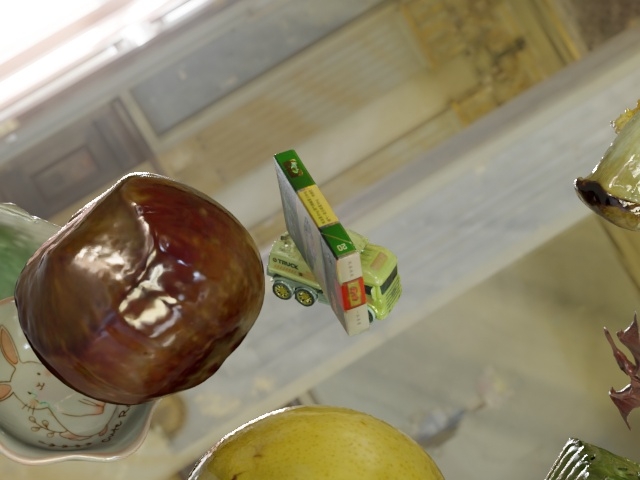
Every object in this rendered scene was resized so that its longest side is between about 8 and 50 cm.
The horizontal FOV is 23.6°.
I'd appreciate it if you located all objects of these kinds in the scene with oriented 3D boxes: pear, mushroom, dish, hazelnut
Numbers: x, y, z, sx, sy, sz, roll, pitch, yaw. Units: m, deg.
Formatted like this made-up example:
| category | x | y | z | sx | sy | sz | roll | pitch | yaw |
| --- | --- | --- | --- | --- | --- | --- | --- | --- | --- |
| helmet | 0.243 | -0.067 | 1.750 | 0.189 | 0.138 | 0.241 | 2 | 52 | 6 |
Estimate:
| category | x | y | z | sx | sy | sz | roll | pitch | yaw |
| --- | --- | --- | --- | --- | --- | --- | --- | --- | --- |
| pear | -0.010 | 0.363 | 1.833 | 0.348 | 0.348 | 0.348 | 57 | -7 | 11 |
| mushroom | 0.422 | -0.139 | 1.783 | 0.107 | 0.333 | 0.087 | 29 | -26 | 36 |
| dish | -0.275 | 0.162 | 1.618 | 0.229 | 0.229 | 0.081 | 55 | -34 | 27 |
| hazelnut | -0.168 | 0.059 | 1.433 | 0.218 | 0.234 | 0.218 | 33 | 40 | -33 |

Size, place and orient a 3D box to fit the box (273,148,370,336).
| category | x | y | z | sx | sy | sz | roll | pitch | yaw |
| --- | --- | --- | --- | --- | --- | --- | --- | --- | --- |
| box | 0.000 | 0.000 | 1.942 | 0.235 | 0.034 | 0.132 | -121 | -163 | -47 |

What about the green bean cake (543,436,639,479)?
| category | x | y | z | sx | sy | sz | roll | pitch | yaw |
| --- | --- | --- | --- | --- | --- | --- | --- | --- | --- |
| green bean cake | 0.324 | 0.296 | 1.566 | 0.200 | 0.113 | 0.214 | 27 | 7 | 4 |

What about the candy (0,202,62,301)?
| category | x | y | z | sx | sy | sz | roll | pitch | yaw |
| --- | --- | --- | --- | --- | --- | --- | --- | --- | --- |
| candy | -0.458 | 0.102 | 2.013 | 0.386 | 0.427 | 0.186 | -102 | -158 | -48 |

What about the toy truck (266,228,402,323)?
| category | x | y | z | sx | sy | sz | roll | pitch | yaw |
| --- | --- | --- | --- | --- | --- | --- | --- | --- | --- |
| toy truck | 0.017 | 0.033 | 2.145 | 0.191 | 0.085 | 0.116 | 16 | -48 | 22 |

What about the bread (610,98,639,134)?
| category | x | y | z | sx | sy | sz | roll | pitch | yaw |
| --- | --- | --- | --- | --- | --- | --- | --- | --- | --- |
| bread | 0.533 | -0.174 | 2.258 | 0.140 | 0.160 | 0.169 | 28 | 22 | -23 |

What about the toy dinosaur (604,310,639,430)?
| category | x | y | z | sx | sy | sz | roll | pitch | yaw |
| --- | --- | --- | --- | --- | --- | --- | --- | --- | --- |
| toy dinosaur | 0.396 | 0.168 | 1.913 | 0.108 | 0.032 | 0.220 | 40 | -33 | 37 |
